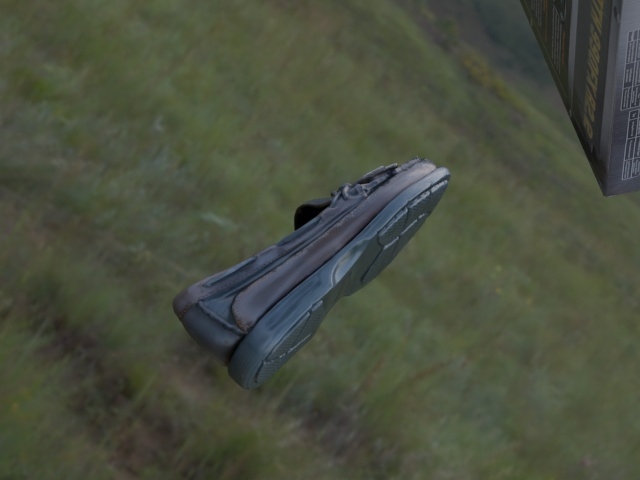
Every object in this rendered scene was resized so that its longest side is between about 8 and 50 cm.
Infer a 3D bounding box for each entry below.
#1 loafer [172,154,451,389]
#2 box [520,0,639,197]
[{"bbox_3d":[0.000,0.000,1.051,0.084,0.096,0.267,37,47,12],"label":"loafer"},{"bbox_3d":[0.116,-0.158,0.578,0.231,0.056,0.183,78,-4,-55],"label":"box"}]
